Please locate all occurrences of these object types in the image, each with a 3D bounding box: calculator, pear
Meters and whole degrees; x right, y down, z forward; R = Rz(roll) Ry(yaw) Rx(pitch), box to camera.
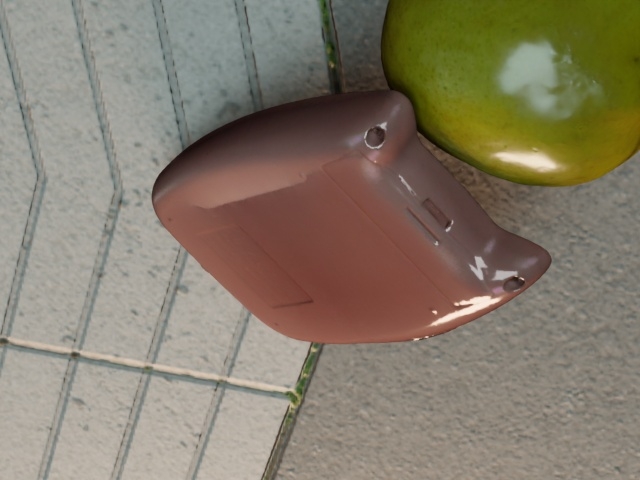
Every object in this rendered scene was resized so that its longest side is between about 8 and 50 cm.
[{"bbox_3d":[0.000,0.000,1.075,0.220,0.048,0.329,44,149,-20],"label":"calculator"},{"bbox_3d":[0.138,-0.129,0.975,0.200,0.200,0.200,6,117,11],"label":"pear"}]
